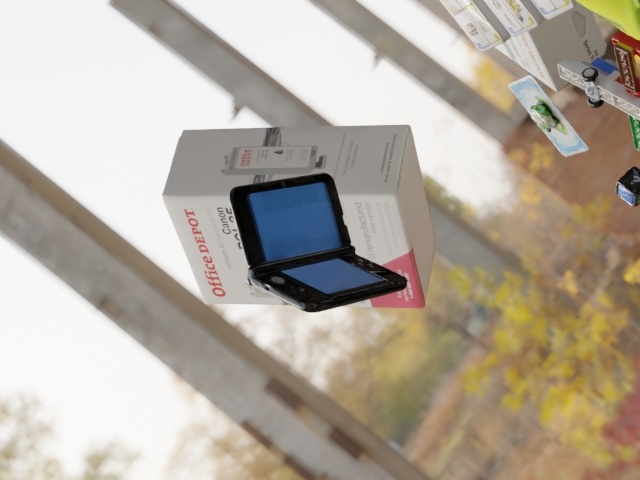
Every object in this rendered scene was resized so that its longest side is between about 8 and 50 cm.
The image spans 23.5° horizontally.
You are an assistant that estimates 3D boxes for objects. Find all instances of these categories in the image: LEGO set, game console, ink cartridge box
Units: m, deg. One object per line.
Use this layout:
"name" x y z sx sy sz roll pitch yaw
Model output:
"LEGO set" 0.197 -0.134 1.159 0.060 0.244 0.182 -41 7 -14
"game console" 0.000 0.000 1.223 0.122 0.107 0.071 -12 -62 -46
"ink cartridge box" 0.238 -0.296 1.885 0.087 0.208 0.153 -42 -43 -4
"ink cartridge box" -0.021 -0.025 1.809 0.207 0.283 0.117 73 -157 -46

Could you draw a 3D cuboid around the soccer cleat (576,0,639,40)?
"soccer cleat" 0.275 -0.279 1.559 0.121 0.289 0.093 14 77 57
